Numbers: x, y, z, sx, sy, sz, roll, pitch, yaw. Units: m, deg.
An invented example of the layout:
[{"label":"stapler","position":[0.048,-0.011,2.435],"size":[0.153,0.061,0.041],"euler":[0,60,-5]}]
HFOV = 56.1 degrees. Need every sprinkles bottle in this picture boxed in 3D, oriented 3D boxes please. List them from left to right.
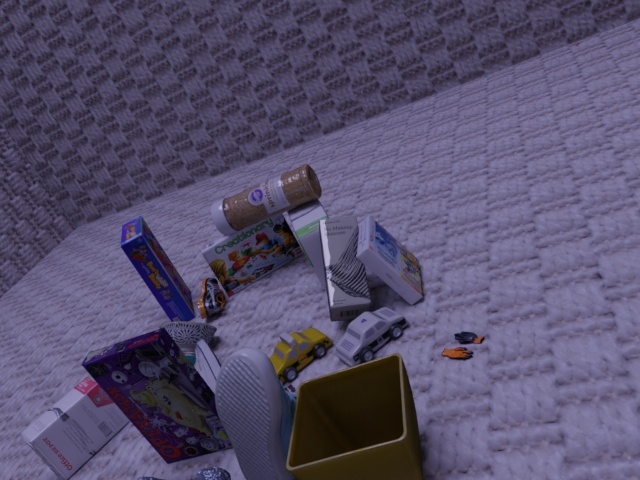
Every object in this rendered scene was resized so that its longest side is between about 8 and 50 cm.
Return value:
[{"label":"sprinkles bottle","position":[-0.177,-0.129,1.941],"size":[0.355,0.121,0.121],"euler":[-21,25,17]}]

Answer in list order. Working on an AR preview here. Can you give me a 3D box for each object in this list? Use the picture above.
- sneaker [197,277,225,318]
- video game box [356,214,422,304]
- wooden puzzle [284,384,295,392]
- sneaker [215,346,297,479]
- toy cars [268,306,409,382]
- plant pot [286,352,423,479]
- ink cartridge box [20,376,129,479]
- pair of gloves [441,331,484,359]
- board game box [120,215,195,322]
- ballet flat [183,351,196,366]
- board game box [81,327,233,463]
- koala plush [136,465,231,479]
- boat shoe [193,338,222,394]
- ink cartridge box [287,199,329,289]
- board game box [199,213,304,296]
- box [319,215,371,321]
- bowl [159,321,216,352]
[{"label":"sneaker","position":[-0.361,0.192,2.043],"size":[0.083,0.084,0.215],"euler":[-12,29,2]},{"label":"video game box","position":[0.183,0.049,1.592],"size":[0.048,0.205,0.187],"euler":[-41,18,26]},{"label":"wooden puzzle","position":[-0.095,0.383,1.457],"size":[0.083,0.006,0.049],"euler":[-31,24,-9]},{"label":"sneaker","position":[-0.100,0.325,1.157],"size":[0.135,0.365,0.150],"euler":[12,35,23]},{"label":"toy cars","position":[0.023,0.247,1.506],"size":[0.394,0.087,0.176],"euler":[-18,26,20]},{"label":"plant pot","position":[0.085,0.366,1.083],"size":[0.212,0.187,0.212],"euler":[-21,24,15]},{"label":"ink cartridge box","position":[-0.658,0.504,1.617],"size":[0.092,0.158,0.218],"euler":[3,38,47]},{"label":"pair of gloves","position":[0.314,0.231,1.329],"size":[0.074,0.010,0.083],"euler":[1,36,48]},{"label":"board game box","position":[-0.563,0.105,2.083],"size":[0.078,0.347,0.233],"euler":[-30,24,-5]},{"label":"ballet flat","position":[-0.438,0.370,1.773],"size":[0.206,0.073,0.067],"euler":[-21,11,7]},{"label":"board game box","position":[-0.348,0.359,1.353],"size":[0.208,0.346,0.056],"euler":[-18,28,22]},{"label":"koala plush","position":[-0.235,0.561,1.092],"size":[0.196,0.203,0.221],"euler":[-12,47,7]},{"label":"boat shoe","position":[-0.307,0.361,1.624],"size":[0.088,0.096,0.267],"euler":[-32,34,-12]},{"label":"ink cartridge box","position":[0.000,0.000,1.885],"size":[0.115,0.198,0.273],"euler":[-27,24,2]},{"label":"board game box","position":[-0.233,0.036,2.066],"size":[0.305,0.193,0.053],"euler":[-31,24,-6]},{"label":"box","position":[0.063,0.073,1.624],"size":[0.113,0.094,0.275],"euler":[-8,59,-2]},{"label":"bowl","position":[-0.400,0.301,1.807],"size":[0.170,0.170,0.080],"euler":[-13,65,30]}]
